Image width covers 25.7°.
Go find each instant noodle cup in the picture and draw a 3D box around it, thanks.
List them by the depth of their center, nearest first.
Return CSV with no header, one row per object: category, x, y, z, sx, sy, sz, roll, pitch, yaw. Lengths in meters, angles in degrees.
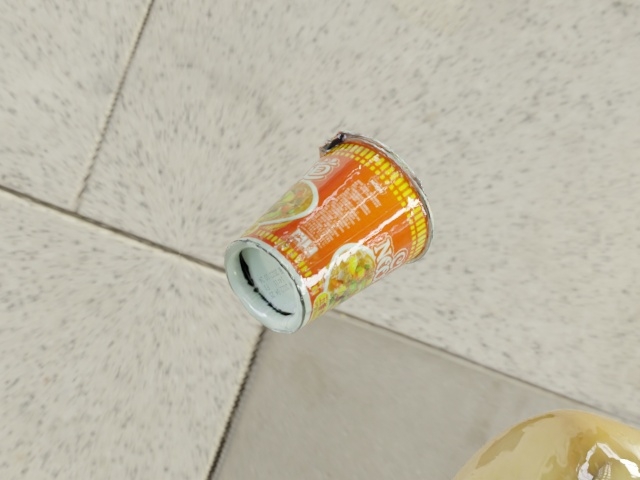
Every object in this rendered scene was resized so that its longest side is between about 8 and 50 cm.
instant noodle cup,0.000,0.000,1.689,0.212,0.193,0.193,-38,93,-34

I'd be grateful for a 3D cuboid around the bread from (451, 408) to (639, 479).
bread,0.281,0.364,1.418,0.376,0.253,0.348,26,89,-25
